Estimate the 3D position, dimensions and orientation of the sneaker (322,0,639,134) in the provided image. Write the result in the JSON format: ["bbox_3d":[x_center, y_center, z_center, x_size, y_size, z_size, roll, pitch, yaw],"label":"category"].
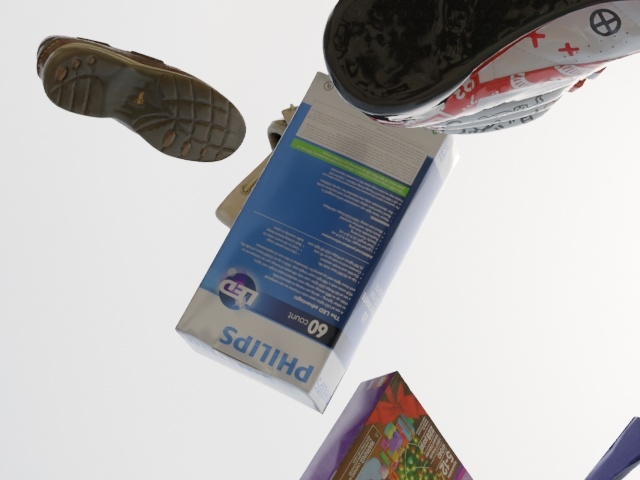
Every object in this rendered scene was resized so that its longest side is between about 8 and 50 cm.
[{"bbox_3d":[0.140,-0.126,0.796,0.270,0.145,0.090,-21,-96,13],"label":"sneaker"}]

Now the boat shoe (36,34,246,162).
[{"bbox_3d":[-0.134,-0.113,1.229,0.178,0.064,0.060,21,-159,-35],"label":"boat shoe"}]

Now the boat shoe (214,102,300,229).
[{"bbox_3d":[-0.013,-0.117,1.868,0.098,0.109,0.302,33,-117,2],"label":"boat shoe"}]

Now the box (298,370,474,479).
[{"bbox_3d":[0.060,0.299,1.667,0.201,0.057,0.293,56,-141,-16],"label":"box"}]

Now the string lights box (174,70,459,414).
[{"bbox_3d":[0.000,0.000,1.393,0.133,0.077,0.259,25,-103,18],"label":"string lights box"}]

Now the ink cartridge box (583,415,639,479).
[{"bbox_3d":[0.254,0.180,0.649,0.395,0.151,0.270,31,-109,33],"label":"ink cartridge box"}]
